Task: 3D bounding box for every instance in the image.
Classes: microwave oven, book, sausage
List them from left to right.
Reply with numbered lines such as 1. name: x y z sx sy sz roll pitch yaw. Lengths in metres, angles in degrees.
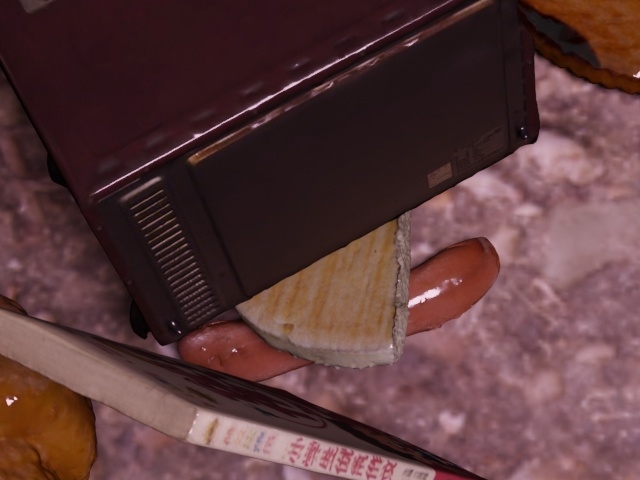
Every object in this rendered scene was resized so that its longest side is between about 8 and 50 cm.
1. book: -0.035 0.081 0.729 0.162 0.232 0.022 17 86 42
2. microwave oven: -0.034 -0.097 0.790 0.247 0.178 0.188 -30 59 -7
3. sausage: 0.012 0.043 0.860 0.186 0.043 0.043 -18 71 1

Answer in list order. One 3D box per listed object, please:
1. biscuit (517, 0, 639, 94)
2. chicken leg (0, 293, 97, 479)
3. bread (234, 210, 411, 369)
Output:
1. biscuit: 0.223 -0.221 0.924 0.305 0.038 0.305 -1 74 5
2. chicken leg: -0.153 0.150 0.736 0.409 0.182 0.295 -7 51 31
3. bread: -0.003 -0.002 0.858 0.112 0.036 0.193 -7 47 14
